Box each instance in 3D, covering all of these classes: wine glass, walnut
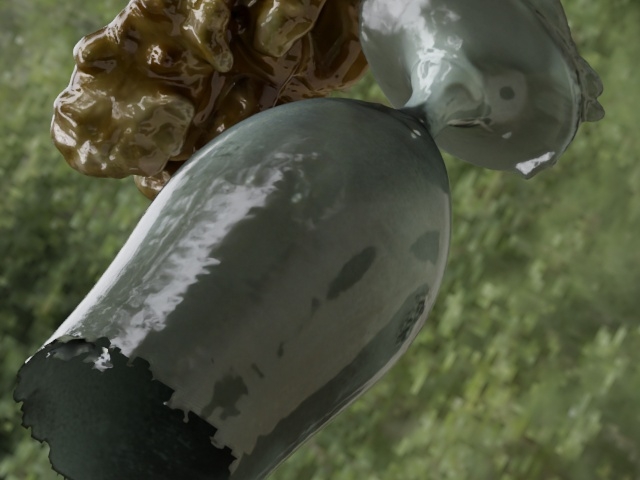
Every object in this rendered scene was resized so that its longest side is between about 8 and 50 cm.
[{"bbox_3d":[0.000,0.000,0.604,0.222,0.103,0.103,-48,-16,-33],"label":"wine glass"},{"bbox_3d":[-0.033,-0.079,0.786,0.170,0.069,0.143,-48,-35,15],"label":"walnut"}]
